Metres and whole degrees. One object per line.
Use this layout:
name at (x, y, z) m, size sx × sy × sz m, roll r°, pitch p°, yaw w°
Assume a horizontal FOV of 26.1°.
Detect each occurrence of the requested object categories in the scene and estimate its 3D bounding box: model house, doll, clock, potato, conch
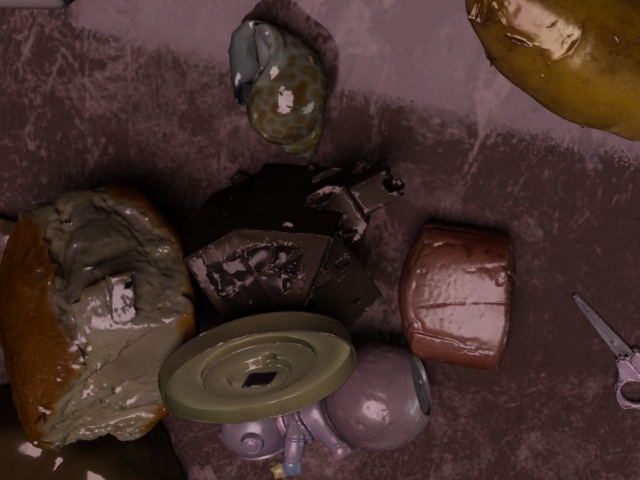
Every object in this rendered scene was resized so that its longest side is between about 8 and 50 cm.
model house at (0.000, 0.000, 1.645) m, size 0.243 × 0.211 × 0.204 m, roll -29°, pitch 107°, yaw 19°
doll at (-0.004, 0.215, 1.778) m, size 0.287 × 0.151 × 0.151 m, roll -14°, pitch 110°, yaw 17°
clock at (-0.073, 0.155, 1.623) m, size 0.235 × 0.029 × 0.235 m, roll -12°, pitch 148°, yaw -7°
potato at (0.290, -0.225, 1.544) m, size 0.300 × 0.140 × 0.173 m, roll 29°, pitch 107°, yaw -11°
conch at (-0.043, -0.182, 1.635) m, size 0.116 × 0.106 × 0.173 m, roll -25°, pitch 89°, yaw 40°

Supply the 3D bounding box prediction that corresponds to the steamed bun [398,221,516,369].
steamed bun at (0.170, 0.066, 1.710) m, size 0.145 × 0.106 × 0.175 m, roll 7°, pitch 100°, yaw 11°

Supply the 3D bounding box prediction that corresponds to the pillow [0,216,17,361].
pillow at (-0.455, 0.056, 1.823) m, size 0.212 × 0.052 × 0.208 m, roll 14°, pitch 112°, yaw 0°

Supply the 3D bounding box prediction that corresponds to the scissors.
scissors at (0.380, 0.137, 1.753) m, size 0.100 × 0.015 × 0.189 m, roll -38°, pitch 102°, yaw 23°

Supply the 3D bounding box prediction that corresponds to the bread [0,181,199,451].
bread at (-0.267, 0.089, 1.676) m, size 0.225 × 0.250 × 0.279 m, roll -7°, pitch 141°, yaw -28°

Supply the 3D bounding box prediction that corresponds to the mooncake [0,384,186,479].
mooncake at (-0.368, 0.378, 1.868) m, size 0.379 × 0.201 × 0.378 m, roll 3°, pitch 113°, yaw 6°

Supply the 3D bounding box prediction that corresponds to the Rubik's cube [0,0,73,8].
Rubik's cube at (-0.389, -0.447, 1.440) m, size 0.344 × 0.346 × 0.347 m, roll 3°, pitch 113°, yaw 8°
